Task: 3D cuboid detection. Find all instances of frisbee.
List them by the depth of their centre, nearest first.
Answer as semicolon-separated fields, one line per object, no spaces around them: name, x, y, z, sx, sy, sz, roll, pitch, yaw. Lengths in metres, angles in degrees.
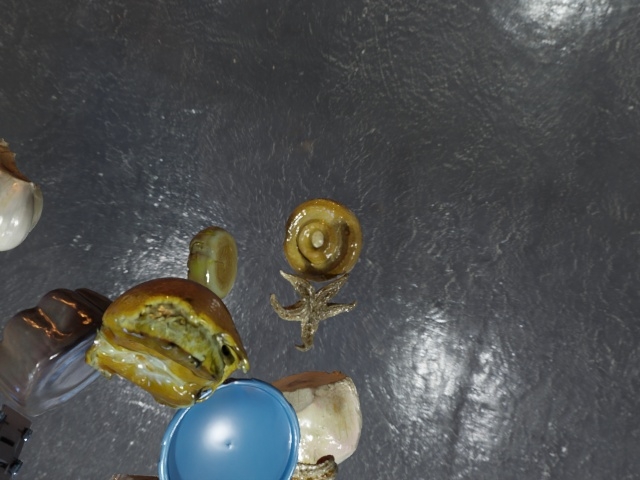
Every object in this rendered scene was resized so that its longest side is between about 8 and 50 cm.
frisbee;-0.148;0.347;0.827;0.242;0.045;0.242;1;88;-26

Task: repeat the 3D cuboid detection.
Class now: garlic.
garlic;-0.752;-0.088;1.099;0.281;0.185;0.203;42;115;11

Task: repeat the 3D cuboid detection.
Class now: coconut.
coconut;-0.028;0.516;1.398;0.297;0.297;0.254;-12;85;-5

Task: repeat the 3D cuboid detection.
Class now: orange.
orange;-0.148;0.097;0.496;0.170;0.160;0.112;-4;44;10

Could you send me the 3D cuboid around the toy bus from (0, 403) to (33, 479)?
toy bus;-0.783;0.517;1.171;0.109;0.330;0.136;45;79;-20

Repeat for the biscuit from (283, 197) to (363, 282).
biscuit;0.000;0.000;1.699;0.297;0.102;0.296;1;93;27

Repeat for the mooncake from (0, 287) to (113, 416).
mooncake;-0.593;0.246;1.128;0.154;0.306;0.306;38;86;10

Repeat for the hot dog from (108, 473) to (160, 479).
hot dog;-0.296;0.448;0.879;0.192;0.099;0.053;0;50;4

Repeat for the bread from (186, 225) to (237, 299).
bread;-0.309;0.065;1.404;0.105;0.213;0.213;-1;89;20

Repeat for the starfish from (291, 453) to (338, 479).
starfish;-0.134;0.455;0.939;0.303;0.113;0.312;-39;89;14

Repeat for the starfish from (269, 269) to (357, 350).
starfish;-0.019;0.201;1.625;0.303;0.060;0.299;-19;109;-24
